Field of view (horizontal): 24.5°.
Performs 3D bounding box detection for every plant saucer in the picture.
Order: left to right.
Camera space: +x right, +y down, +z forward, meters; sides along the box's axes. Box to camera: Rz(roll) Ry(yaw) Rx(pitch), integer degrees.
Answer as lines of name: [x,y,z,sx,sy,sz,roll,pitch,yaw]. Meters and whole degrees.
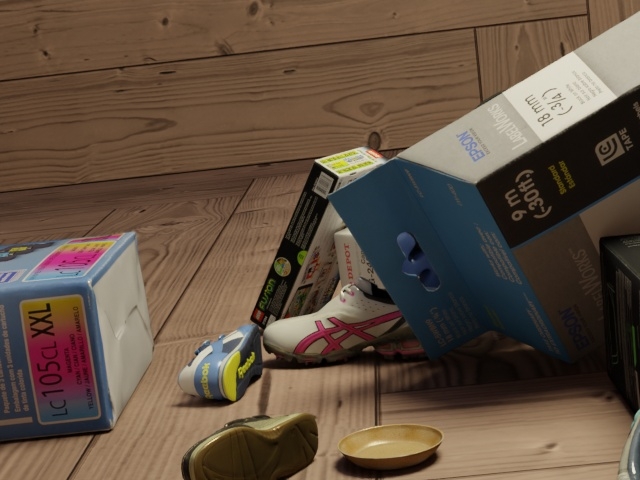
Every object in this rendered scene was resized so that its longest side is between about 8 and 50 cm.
plant saucer: [0.055,0.162,1.145,0.083,0.015,0.083,-7,10,1]

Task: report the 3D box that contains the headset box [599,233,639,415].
headset box: [0.362,0.070,1.134,0.246,0.131,0.283,-6,9,1]

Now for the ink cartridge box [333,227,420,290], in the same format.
ink cartridge box: [0.095,0.038,1.576,0.150,0.109,0.063,0,15,37]

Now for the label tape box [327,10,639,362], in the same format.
label tape box: [0.212,-0.019,1.311,0.334,0.240,0.106,-31,36,3]

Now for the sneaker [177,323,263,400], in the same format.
sneaker: [-0.092,0.115,1.417,0.059,0.053,0.144,-6,8,15]

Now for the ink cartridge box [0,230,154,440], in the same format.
ink cartridge box: [-0.381,0.100,1.429,0.395,0.151,0.270,-8,9,3]

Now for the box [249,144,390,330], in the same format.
box: [0.000,0.000,1.619,0.036,0.207,0.114,34,27,22]

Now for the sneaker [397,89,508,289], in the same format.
sneaker: [0.210,-0.042,1.434,0.315,0.182,0.127,3,42,-29]

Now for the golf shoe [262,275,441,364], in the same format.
golf shoe: [0.031,0.076,1.467,0.186,0.086,0.067,-6,10,12]

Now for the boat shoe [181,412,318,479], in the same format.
boat shoe: [-0.059,0.164,1.117,0.049,0.056,0.152,-6,-1,34]

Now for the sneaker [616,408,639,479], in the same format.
sneaker: [0.223,0.137,0.850,0.110,0.122,0.283,-4,10,12]
